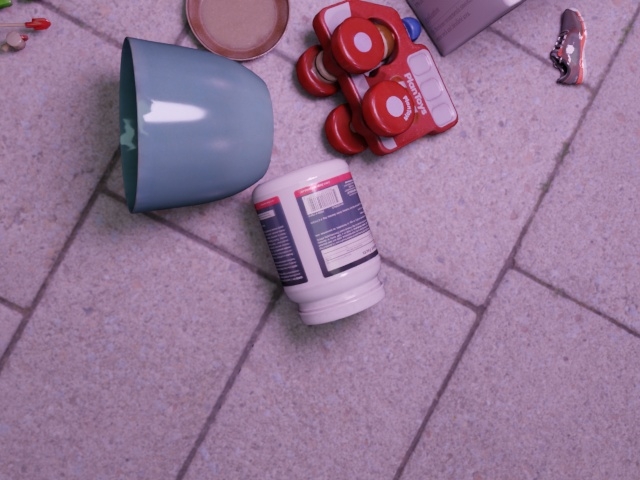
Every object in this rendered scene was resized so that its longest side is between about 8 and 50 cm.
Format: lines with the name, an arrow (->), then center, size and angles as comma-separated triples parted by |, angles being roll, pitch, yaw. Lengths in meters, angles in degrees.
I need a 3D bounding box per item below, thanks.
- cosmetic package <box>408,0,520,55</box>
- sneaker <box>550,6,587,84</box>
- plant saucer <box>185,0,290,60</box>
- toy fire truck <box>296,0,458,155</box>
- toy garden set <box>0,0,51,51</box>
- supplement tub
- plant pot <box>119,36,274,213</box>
cosmetic package -> 0.291, -0.616, 1.186 | 0.327, 0.329, 0.393 | -36, 97, -6
sneaker -> 0.506, -0.399, 1.362 | 0.065, 0.061, 0.157 | -7, 92, -2
plant saucer -> -0.157, -0.442, 1.274 | 0.199, 0.036, 0.198 | 0, 92, -7
toy fire truck -> 0.118, -0.318, 1.272 | 0.254, 0.169, 0.302 | -29, 97, -30
toy garden set -> -0.612, -0.417, 1.205 | 0.244, 0.049, 0.203 | -18, 92, -8
supplement tub -> 0.000, 0.000, 1.232 | 0.191, 0.191, 0.272 | -20, 95, -7
plant pot -> -0.217, -0.197, 1.157 | 0.235, 0.293, 0.293 | -3, 92, -21
